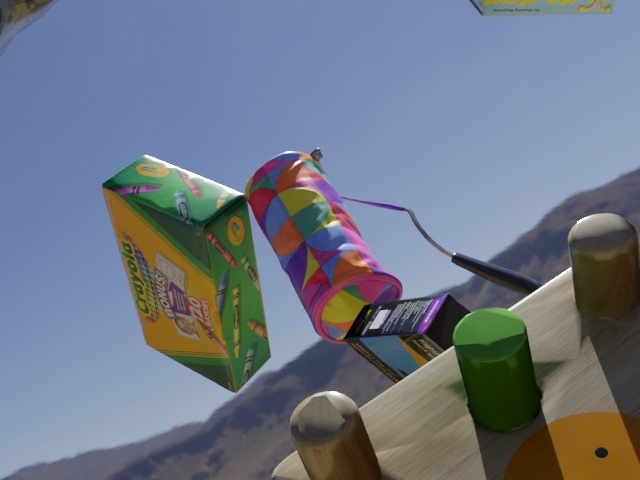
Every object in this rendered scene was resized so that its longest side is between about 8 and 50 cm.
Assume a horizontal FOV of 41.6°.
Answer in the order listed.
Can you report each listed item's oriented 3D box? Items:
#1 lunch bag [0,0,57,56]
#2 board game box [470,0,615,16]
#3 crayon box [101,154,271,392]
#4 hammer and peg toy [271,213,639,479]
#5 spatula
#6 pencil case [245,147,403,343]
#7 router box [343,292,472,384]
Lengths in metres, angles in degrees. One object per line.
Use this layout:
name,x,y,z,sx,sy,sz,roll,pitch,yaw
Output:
lunch bag,-0.361,-0.197,0.688,0.305,0.212,0.256,-28,4,31
board game box,0.217,-0.364,0.775,0.144,0.142,0.275,-5,-48,-12
crayon box,-0.162,0.045,1.058,0.081,0.165,0.278,-43,-38,-37
hammer and peg toy,0.184,0.100,0.403,0.361,0.266,0.127,-30,-51,-14
spatula,0.143,0.001,0.999,0.030,0.296,0.084,-63,-22,10
pencil case,0.000,0.000,0.887,0.104,0.236,0.104,-13,-47,-14
router box,0.123,0.119,0.726,0.046,0.179,0.133,-57,17,-22
